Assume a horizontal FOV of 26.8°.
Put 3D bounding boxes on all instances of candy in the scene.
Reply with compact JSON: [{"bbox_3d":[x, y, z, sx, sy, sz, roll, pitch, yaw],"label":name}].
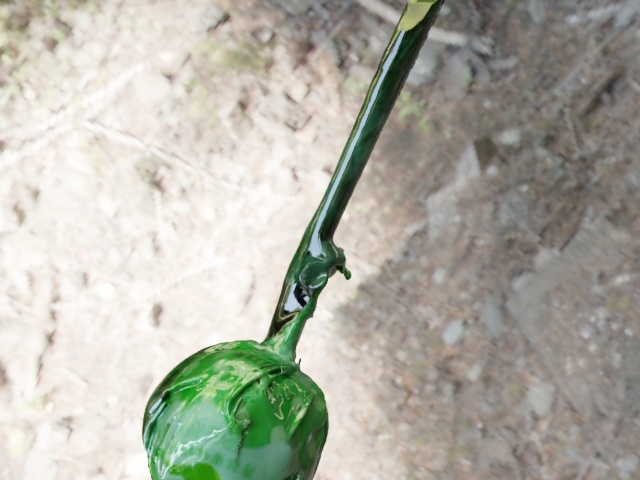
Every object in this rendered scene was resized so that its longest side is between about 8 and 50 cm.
[{"bbox_3d":[0.002,0.001,0.716,0.097,0.097,0.323,20,85,49],"label":"candy"}]
